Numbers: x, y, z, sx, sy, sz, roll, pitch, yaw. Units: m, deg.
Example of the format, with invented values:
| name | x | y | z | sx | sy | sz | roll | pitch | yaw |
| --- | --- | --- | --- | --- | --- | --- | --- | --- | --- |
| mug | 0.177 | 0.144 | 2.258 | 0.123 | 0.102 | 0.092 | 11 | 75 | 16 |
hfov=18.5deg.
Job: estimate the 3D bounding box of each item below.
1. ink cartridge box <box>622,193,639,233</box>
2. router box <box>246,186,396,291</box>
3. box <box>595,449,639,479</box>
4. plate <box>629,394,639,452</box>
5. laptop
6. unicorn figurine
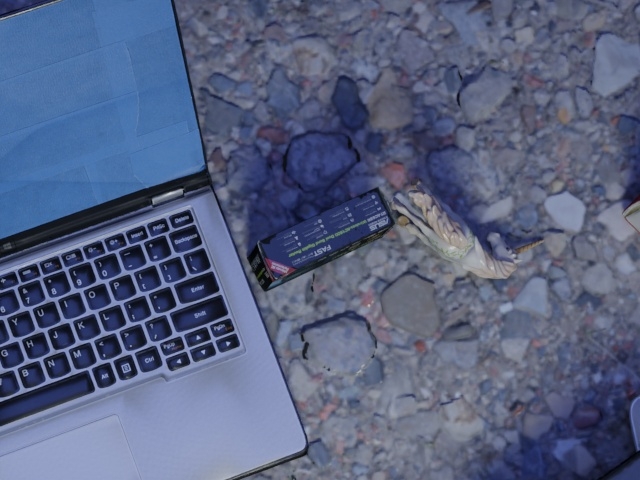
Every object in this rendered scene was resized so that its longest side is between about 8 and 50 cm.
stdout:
| name | x | y | z | sx | sy | sz | roll | pitch | yaw |
| --- | --- | --- | --- | --- | --- | --- | --- | --- | --- |
| ink cartridge box | 0.451 | -0.058 | 1.789 | 0.207 | 0.117 | 0.283 | 44 | 79 | 1 |
| router box | 0.000 | 0.000 | 1.735 | 0.122 | 0.092 | 0.038 | -25 | 86 | -10 |
| box | 0.255 | 0.287 | 1.692 | 0.207 | 0.108 | 0.153 | -34 | 80 | 1 |
| plate | 0.435 | 0.251 | 1.755 | 0.278 | 0.045 | 0.277 | -11 | 81 | 4 |
| laptop | -0.242 | 0.047 | 1.624 | 0.382 | 0.236 | 0.408 | -20 | 85 | -9 |
| unicorn figurine | 0.121 | -0.005 | 1.752 | 0.111 | 0.162 | 0.060 | 38 | 105 | 14 |
